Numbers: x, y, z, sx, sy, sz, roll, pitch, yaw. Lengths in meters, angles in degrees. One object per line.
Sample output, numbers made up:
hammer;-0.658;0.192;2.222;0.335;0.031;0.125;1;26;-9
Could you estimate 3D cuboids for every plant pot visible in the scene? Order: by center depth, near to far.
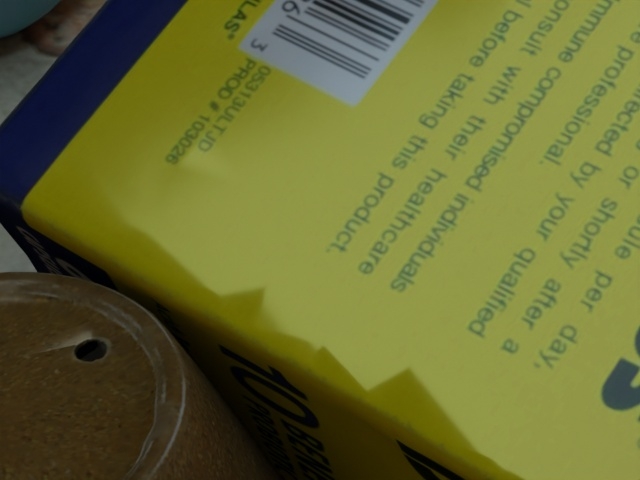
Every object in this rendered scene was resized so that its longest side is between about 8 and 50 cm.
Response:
plant pot;-0.078;0.141;0.550;0.237;0.254;0.237;-5;37;4

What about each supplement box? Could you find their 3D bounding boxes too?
supplement box;0.107;0.032;0.562;0.356;0.194;0.195;28;70;25

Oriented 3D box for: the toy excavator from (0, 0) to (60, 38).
toy excavator;-0.262;-0.169;1.028;0.433;0.222;0.445;-22;49;-15
